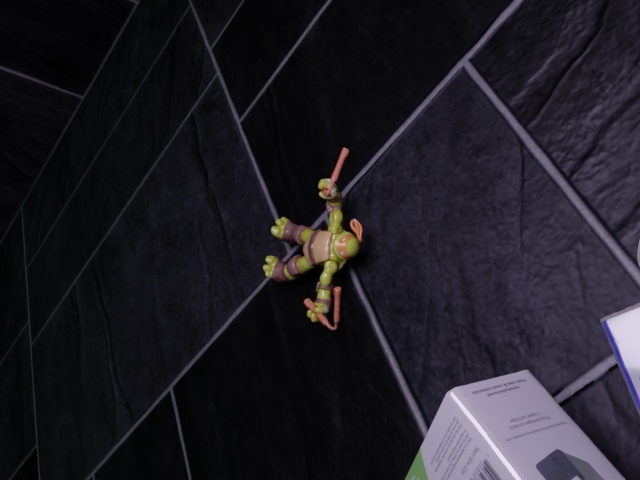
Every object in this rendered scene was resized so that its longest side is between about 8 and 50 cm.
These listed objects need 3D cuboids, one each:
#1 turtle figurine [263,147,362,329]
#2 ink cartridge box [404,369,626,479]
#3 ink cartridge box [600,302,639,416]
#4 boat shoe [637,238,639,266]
[{"bbox_3d":[0.000,0.000,1.031,0.217,0.087,0.269,-4,84,56],"label":"turtle figurine"},{"bbox_3d":[0.209,0.297,0.630,0.273,0.115,0.198,54,139,43],"label":"ink cartridge box"},{"bbox_3d":[0.428,0.141,0.515,0.307,0.072,0.303,-37,54,38],"label":"ink cartridge box"},{"bbox_3d":[0.385,-0.061,0.630,0.081,0.069,0.227,33,108,13],"label":"boat shoe"}]
